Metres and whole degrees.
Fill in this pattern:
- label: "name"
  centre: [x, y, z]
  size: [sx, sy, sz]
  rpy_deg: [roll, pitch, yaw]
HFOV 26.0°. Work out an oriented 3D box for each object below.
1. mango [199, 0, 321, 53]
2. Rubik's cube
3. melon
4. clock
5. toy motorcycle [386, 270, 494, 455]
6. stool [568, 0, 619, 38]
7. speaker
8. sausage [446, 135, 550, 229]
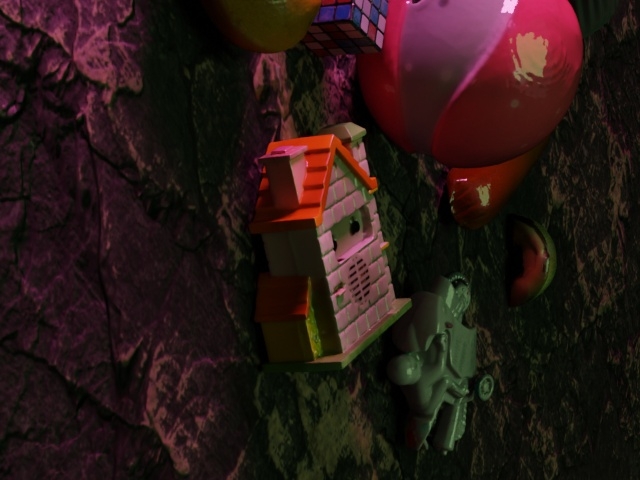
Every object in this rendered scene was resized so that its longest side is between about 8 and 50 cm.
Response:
- label: "mango"
  centre: [-0.077, -0.287, 1.498]
  size: [0.227, 0.109, 0.147]
  rpy_deg: [31, 67, -56]
- label: "Rubik's cube"
  centre: [0.023, -0.287, 1.703]
  size: [0.092, 0.092, 0.092]
  rpy_deg: [33, 60, -58]
- label: "melon"
  centre: [0.372, 0.031, 2.371]
  size: [0.128, 0.079, 0.160]
  rpy_deg: [-6, 95, -60]
- label: "clock"
  centre: [0.000, 0.000, 1.659]
  size: [0.220, 0.106, 0.255]
  rpy_deg: [-34, 115, -59]
- label: "toy motorcycle"
  centre: [0.153, 0.175, 1.950]
  size: [0.171, 0.110, 0.260]
  rpy_deg: [-4, 101, -46]
- label: "stool"
  centre: [0.303, -0.478, 2.040]
  size: [0.297, 0.297, 0.330]
  rpy_deg: [-62, 145, -42]
- label: "speaker"
  centre: [0.198, -0.237, 1.803]
  size: [0.294, 0.294, 0.294]
  rpy_deg: [1, 89, -62]
- label: "sausage"
  centre: [0.287, -0.128, 2.197]
  size: [0.348, 0.094, 0.097]
  rpy_deg: [-49, 128, -50]
